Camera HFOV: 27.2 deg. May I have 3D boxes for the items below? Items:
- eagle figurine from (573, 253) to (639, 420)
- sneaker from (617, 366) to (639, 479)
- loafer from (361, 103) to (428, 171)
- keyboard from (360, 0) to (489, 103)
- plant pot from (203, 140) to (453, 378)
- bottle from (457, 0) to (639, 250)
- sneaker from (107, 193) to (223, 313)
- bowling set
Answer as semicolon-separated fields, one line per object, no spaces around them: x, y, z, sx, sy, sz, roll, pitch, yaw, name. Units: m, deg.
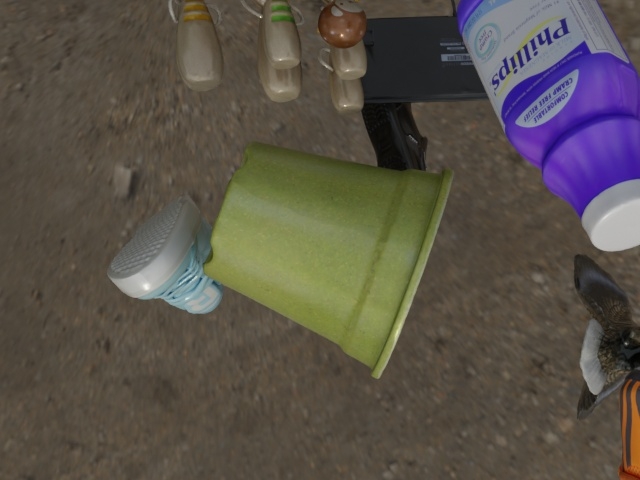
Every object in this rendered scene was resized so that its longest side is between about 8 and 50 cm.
0.438;0.149;1.913;0.225;0.298;0.226;44;77;-15;eagle figurine
0.334;0.296;1.349;0.180;0.124;0.321;-30;113;-20;sneaker
0.126;-0.117;1.868;0.078;0.080;0.220;-11;86;-35;loafer
0.190;-0.290;1.856;0.317;0.033;0.202;-3;79;-10;keyboard
0.000;0.000;1.648;0.253;0.276;0.276;20;99;2;plant pot
0.205;-0.120;1.105;0.092;0.283;0.118;20;131;-40;bottle
-0.181;0.034;1.788;0.135;0.366;0.150;-37;99;9;sneaker
-0.013;-0.259;1.510;0.287;0.199;0.154;6;69;-41;bowling set
